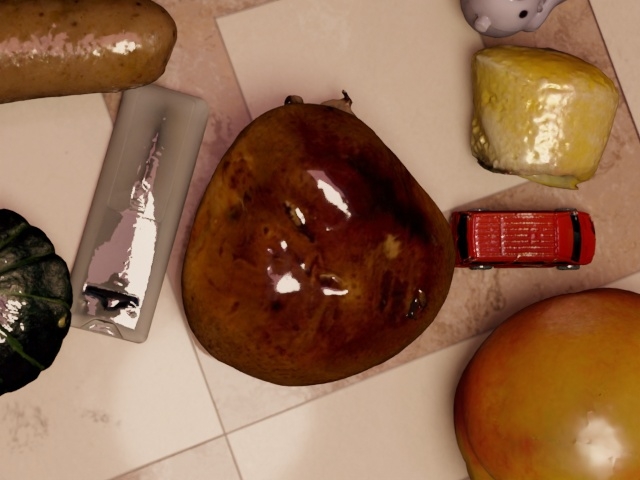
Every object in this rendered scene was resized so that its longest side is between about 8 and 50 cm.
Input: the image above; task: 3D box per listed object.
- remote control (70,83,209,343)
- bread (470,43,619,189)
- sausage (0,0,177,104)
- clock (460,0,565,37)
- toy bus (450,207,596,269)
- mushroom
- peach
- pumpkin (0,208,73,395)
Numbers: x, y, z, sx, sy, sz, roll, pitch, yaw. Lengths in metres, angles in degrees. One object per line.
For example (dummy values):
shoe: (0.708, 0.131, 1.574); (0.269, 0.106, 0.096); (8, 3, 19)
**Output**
remote control: (-0.224, -0.037, 1.215); (0.109, 0.055, 0.312); (15, 83, -9)
bread: (0.271, -0.159, 1.259); (0.197, 0.197, 0.170); (11, 94, -10)
sausage: (-0.414, -0.202, 1.156); (0.501, 0.123, 0.136); (-13, 73, -11)
clock: (0.265, -0.357, 1.272); (0.189, 0.189, 0.254); (36, 79, -6)
toy bus: (0.269, -0.004, 1.287); (0.195, 0.089, 0.081); (0, 86, -11)
mushroom: (0.000, 0.000, 1.199); (0.346, 0.259, 0.345); (-5, 114, -11)
peach: (0.322, 0.202, 1.186); (0.308, 0.308, 0.332); (38, 59, -5)
pumpkin: (-0.387, 0.071, 1.120); (0.221, 0.162, 0.220); (3, 75, -12)
